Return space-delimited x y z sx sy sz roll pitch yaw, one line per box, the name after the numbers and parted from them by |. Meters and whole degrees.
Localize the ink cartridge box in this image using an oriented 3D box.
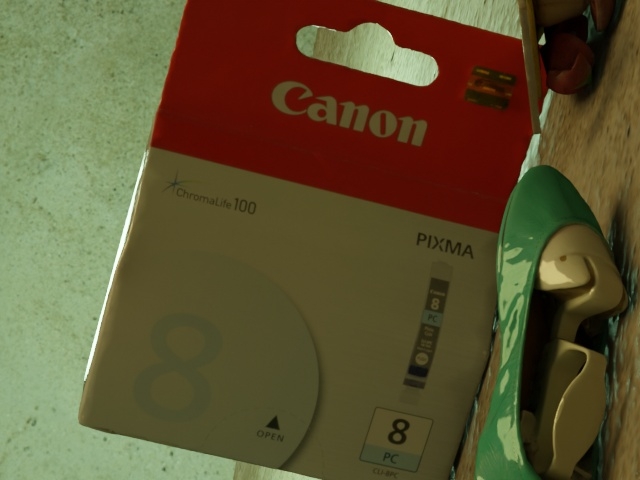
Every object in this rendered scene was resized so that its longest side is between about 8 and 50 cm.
0.000 0.000 1.512 0.091 0.308 0.385 -98 23 -70 | ink cartridge box

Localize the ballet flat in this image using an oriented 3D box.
0.155 0.063 1.190 0.087 0.083 0.247 -18 57 53 | ballet flat

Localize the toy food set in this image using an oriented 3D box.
0.183 -0.174 1.407 0.218 0.071 0.128 -85 -13 -57 | toy food set
